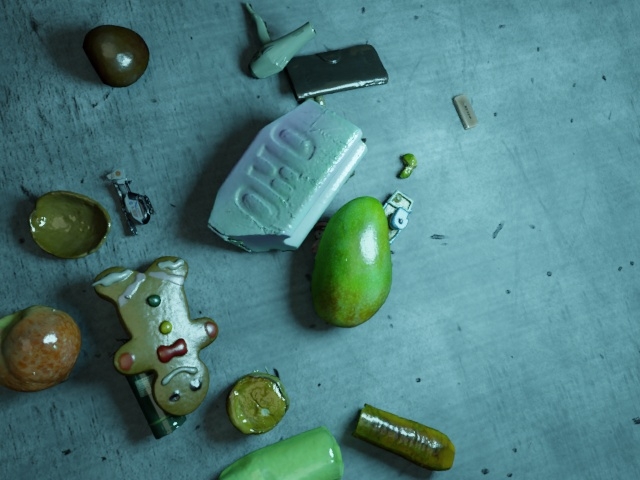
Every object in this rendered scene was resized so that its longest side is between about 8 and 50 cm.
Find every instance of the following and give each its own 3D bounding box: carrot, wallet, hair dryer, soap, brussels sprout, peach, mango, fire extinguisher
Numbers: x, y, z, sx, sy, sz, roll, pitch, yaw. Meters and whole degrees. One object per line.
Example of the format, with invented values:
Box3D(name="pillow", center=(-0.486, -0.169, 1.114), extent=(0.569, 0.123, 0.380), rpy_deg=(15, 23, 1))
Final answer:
Box3D(name="carrot", center=(0.238, 0.572, 1.199), extent=(0.301, 0.114, 0.114), rpy_deg=(23, 81, -1))
Box3D(name="wallet", center=(0.048, -0.531, 1.297), extent=(0.309, 0.042, 0.165), rpy_deg=(-15, 70, -10))
Box3D(name="hair dryer", center=(-0.124, -0.642, 1.250), extent=(0.229, 0.092, 0.267), rpy_deg=(-8, 83, 24))
Box3D(name="soap", center=(-0.102, -0.162, 1.158), extent=(0.261, 0.156, 0.446), rpy_deg=(36, 91, 16))
Box3D(name="brussels sprout", center=(0.280, -0.235, 1.319), extent=(0.051, 0.046, 0.084), rpy_deg=(12, 88, 37))
Box3D(name="peach", center=(-0.726, 0.283, 1.063), extent=(0.232, 0.232, 0.233), rpy_deg=(1, 84, -8))
Box3D(name="mango", center=(0.099, 0.063, 1.169), extent=(0.225, 0.201, 0.382), rpy_deg=(13, 93, 2))
Box3D(name="fire extinguisher", center=(-0.470, 0.381, 1.129), extent=(0.118, 0.093, 0.295), rpy_deg=(-25, 87, -36))

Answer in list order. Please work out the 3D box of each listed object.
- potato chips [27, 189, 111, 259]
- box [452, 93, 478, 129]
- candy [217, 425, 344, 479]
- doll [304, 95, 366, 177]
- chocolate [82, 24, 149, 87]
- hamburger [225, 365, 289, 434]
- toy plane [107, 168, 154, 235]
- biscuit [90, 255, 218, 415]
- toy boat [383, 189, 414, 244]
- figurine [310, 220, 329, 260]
Box3D(name="potato chips", center=(-0.690, -0.045, 1.155), extent=(0.208, 0.062, 0.196), rpy_deg=(-17, 92, -11))
Box3D(name="box", center=(0.483, -0.428, 1.378), extent=(0.048, 0.025, 0.115), rpy_deg=(-21, 88, -8))
Box3D(name="candy", center=(-0.106, 0.634, 1.132), extent=(0.343, 0.132, 0.142), rpy_deg=(-20, 103, -9))
Box3D(name="doll", center=(0.008, -0.302, 1.272), extent=(0.202, 0.091, 0.286), rpy_deg=(-40, 90, -23))
Box3D(name="chocolate", center=(-0.571, -0.528, 1.175), extent=(0.176, 0.177, 0.177), rpy_deg=(1, 84, -8))
Box3D(name="hamburger", center=(-0.174, 0.445, 1.159), extent=(0.177, 0.113, 0.186), rpy_deg=(11, 75, -1))
Box3D(name="toy plane", center=(-0.542, -0.117, 1.190), extent=(0.078, 0.053, 0.197), rpy_deg=(-24, 92, -1))
Box3D(name="biscuit", center=(-0.412, 0.254, 1.111), extent=(0.282, 0.064, 0.432), rpy_deg=(-15, 81, -33))
Box3D(name="toy boat", center=(0.218, -0.062, 1.265), extent=(0.088, 0.102, 0.215), rpy_deg=(33, 81, -1))
Box3D(name="figurine", center=(0.000, 0.000, 1.256), extent=(0.072, 0.054, 0.129), rpy_deg=(6, 91, 9))
